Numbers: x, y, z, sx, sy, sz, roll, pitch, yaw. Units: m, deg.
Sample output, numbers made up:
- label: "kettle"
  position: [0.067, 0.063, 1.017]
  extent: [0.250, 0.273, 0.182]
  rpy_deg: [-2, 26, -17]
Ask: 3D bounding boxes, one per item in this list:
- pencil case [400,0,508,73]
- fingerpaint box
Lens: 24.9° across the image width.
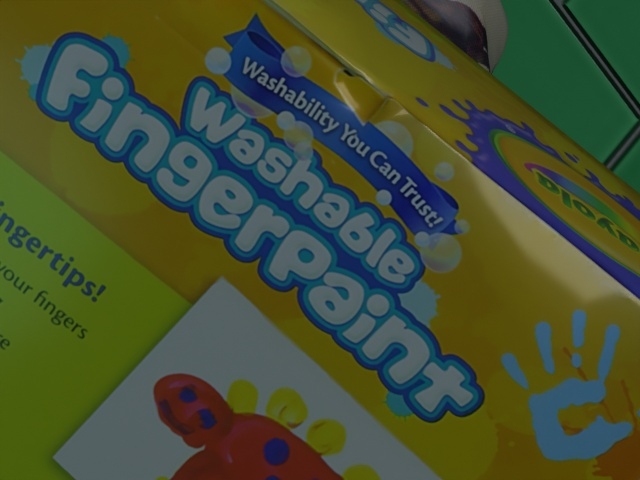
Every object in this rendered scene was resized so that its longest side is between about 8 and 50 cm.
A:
- label: "pencil case"
  position: [0.000, 0.000, 0.935]
  extent: [0.183, 0.160, 0.410]
  rpy_deg: [33, 66, -43]
- label: "fingerpaint box"
  position: [-0.096, 0.025, 0.692]
  extent: [0.445, 0.371, 0.163]
  rpy_deg: [38, 21, 0]
